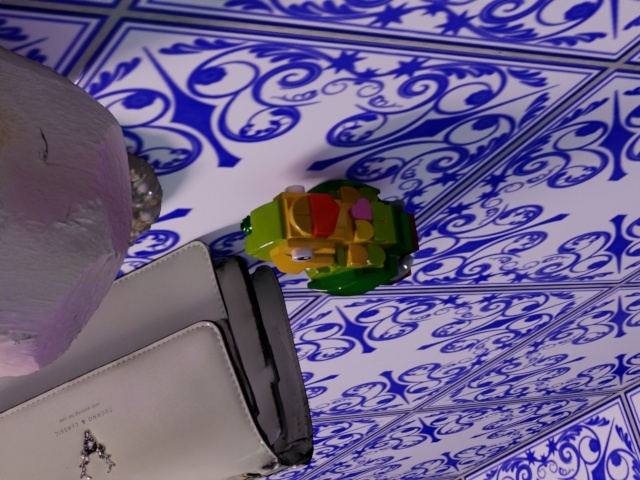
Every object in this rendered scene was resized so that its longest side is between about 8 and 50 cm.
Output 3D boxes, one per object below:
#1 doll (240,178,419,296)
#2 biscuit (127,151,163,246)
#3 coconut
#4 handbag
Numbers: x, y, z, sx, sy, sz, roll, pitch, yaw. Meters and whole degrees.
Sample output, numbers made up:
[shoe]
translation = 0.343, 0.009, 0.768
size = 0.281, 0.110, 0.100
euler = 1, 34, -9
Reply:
[doll]
translation = 0.007, -0.002, 1.291
size = 0.134, 0.106, 0.186
euler = -15, 162, 30
[biscuit]
translation = -0.220, -0.041, 1.132
size = 0.250, 0.032, 0.133
euler = 8, 147, -45
[coconut]
translation = -0.238, -0.016, 0.921
size = 0.227, 0.227, 0.230
euler = -27, 151, 27
[handbag]
translation = -0.204, 0.178, 1.409
size = 0.358, 0.237, 0.160
euler = -25, 159, 21
